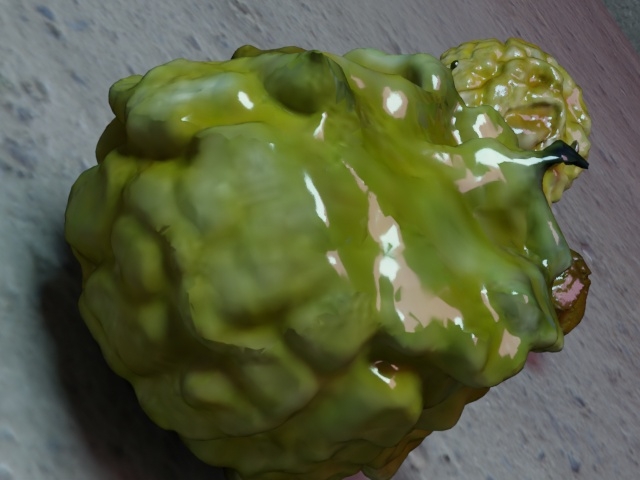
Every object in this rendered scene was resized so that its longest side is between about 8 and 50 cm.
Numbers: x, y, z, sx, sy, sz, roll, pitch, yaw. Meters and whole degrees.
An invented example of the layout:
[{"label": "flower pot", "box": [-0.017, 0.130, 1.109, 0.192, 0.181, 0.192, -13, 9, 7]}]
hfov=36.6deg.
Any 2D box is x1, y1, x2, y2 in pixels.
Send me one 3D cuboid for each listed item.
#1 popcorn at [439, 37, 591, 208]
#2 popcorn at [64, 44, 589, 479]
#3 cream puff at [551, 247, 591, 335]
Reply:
[{"label": "popcorn", "box": [0.168, -0.102, 0.897, 0.180, 0.170, 0.180, 0, 91, -24]}, {"label": "popcorn", "box": [0.006, 0.002, 0.473, 0.249, 0.225, 0.249, 31, 47, -39]}, {"label": "cream puff", "box": [0.176, 0.027, 0.829, 0.116, 0.094, 0.122, 12, 54, -48]}]
